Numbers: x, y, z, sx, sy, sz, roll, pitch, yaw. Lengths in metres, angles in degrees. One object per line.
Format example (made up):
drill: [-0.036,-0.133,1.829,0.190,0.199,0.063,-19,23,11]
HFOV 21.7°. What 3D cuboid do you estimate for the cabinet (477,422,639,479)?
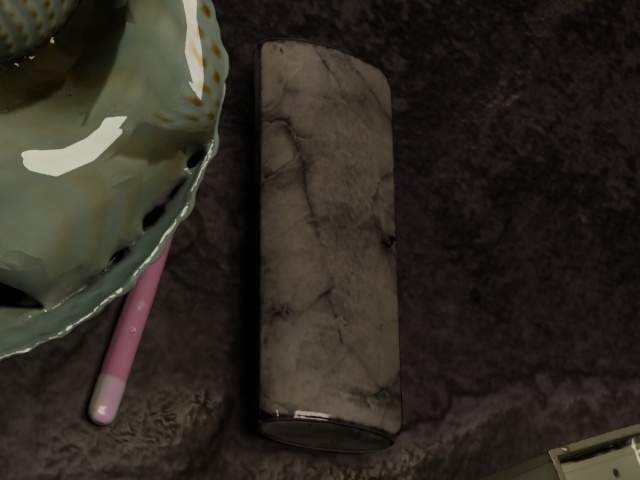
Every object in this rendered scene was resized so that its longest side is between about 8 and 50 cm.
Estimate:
cabinet: [0.163,0.220,1.115,0.150,0.206,0.145,-8,73,-37]

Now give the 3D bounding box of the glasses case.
glasses case: [0.000,0.000,1.203,0.114,0.060,0.299,14,61,-30]

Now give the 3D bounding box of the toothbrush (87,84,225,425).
toothbrush: [-0.112,0.001,1.151,0.020,0.025,0.286,31,55,-23]

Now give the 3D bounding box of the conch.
conch: [-0.222,-0.087,0.996,0.303,0.215,0.319,29,86,-14]
